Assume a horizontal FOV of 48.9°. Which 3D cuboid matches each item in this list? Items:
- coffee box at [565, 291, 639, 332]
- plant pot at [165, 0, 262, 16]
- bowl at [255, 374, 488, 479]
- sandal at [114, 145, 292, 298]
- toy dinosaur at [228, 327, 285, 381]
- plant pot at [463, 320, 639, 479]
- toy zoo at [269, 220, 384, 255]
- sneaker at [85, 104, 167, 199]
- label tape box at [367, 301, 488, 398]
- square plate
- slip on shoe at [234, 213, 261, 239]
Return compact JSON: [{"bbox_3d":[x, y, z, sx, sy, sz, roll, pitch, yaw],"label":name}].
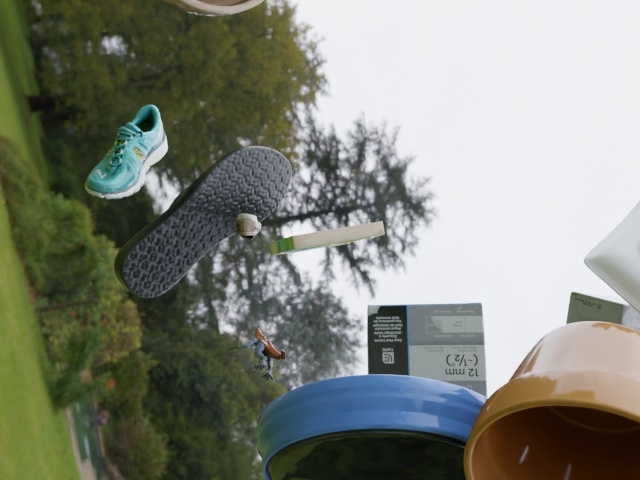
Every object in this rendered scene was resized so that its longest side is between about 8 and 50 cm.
[{"bbox_3d":[0.668,0.185,1.409,0.168,0.298,0.118,-162,-100,-75],"label":"coffee box"},{"bbox_3d":[-0.155,-0.376,0.816,0.110,0.237,0.237,5,-73,48],"label":"plant pot"},{"bbox_3d":[0.094,0.329,1.076,0.391,0.392,0.077,100,-6,-51],"label":"bowl"},{"bbox_3d":[-0.254,-0.062,1.492,0.107,0.446,0.167,23,-35,50],"label":"sandal"},{"bbox_3d":[-0.068,0.137,0.892,0.047,0.090,0.082,45,28,-33],"label":"toy dinosaur"},{"bbox_3d":[0.348,0.242,0.897,0.203,0.291,0.290,-54,152,-49],"label":"plant pot"},{"bbox_3d":[0.000,0.000,1.537,0.293,0.193,0.030,164,-83,-75],"label":"toy zoo"},{"bbox_3d":[-0.403,-0.184,1.451,0.275,0.107,0.109,-71,173,-47],"label":"sneaker"},{"bbox_3d":[0.228,0.311,1.506,0.115,0.249,0.347,69,20,-72],"label":"label tape box"},{"bbox_3d":[0.605,0.066,1.060,0.344,0.347,0.049,44,-43,15],"label":"square plate"},{"bbox_3d":[-0.142,-0.021,1.366,0.135,0.052,0.041,132,-35,-80],"label":"slip on shoe"}]
